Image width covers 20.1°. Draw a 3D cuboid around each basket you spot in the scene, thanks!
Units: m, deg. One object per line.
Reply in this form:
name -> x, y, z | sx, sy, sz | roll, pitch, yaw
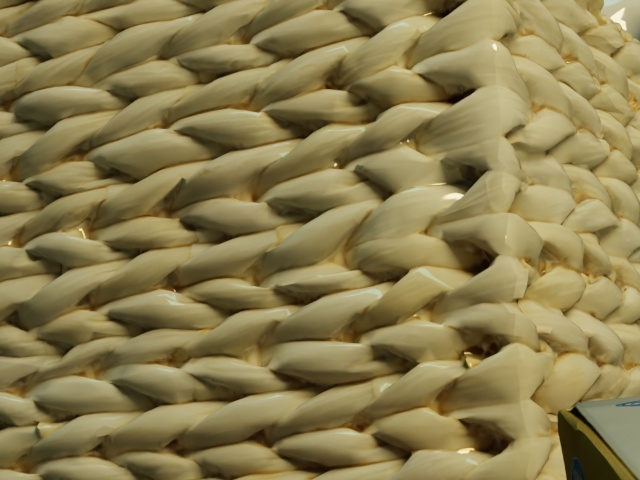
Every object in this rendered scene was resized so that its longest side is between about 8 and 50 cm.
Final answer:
basket -> 0.000, 0.000, 0.747 | 0.331, 0.266, 0.328 | -13, -14, 26

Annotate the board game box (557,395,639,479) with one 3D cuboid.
board game box -> 0.171, 0.059, 0.292 | 0.242, 0.064, 0.316 | -7, 0, 4
